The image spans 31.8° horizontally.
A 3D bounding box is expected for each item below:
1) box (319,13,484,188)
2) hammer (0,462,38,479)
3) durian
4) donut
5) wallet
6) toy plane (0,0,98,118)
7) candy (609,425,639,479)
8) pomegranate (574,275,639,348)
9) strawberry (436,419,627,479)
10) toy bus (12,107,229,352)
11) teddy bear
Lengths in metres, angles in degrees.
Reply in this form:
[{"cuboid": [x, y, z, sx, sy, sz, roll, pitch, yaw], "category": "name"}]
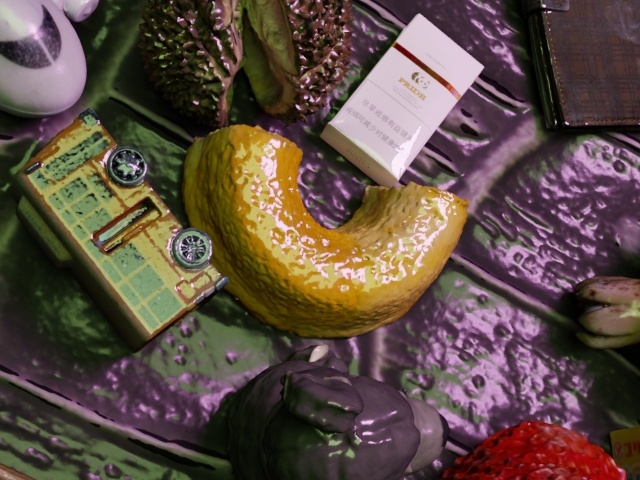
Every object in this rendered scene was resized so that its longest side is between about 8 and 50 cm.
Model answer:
[{"cuboid": [0.077, -0.131, 1.050, 0.084, 0.040, 0.154, 38, 67, 0], "category": "box"}, {"cuboid": [-0.380, 0.121, 0.842, 0.440, 0.044, 0.168, 27, 68, -7], "category": "hammer"}, {"cuboid": [-0.061, -0.190, 0.967, 0.196, 0.167, 0.196, 12, 55, -17], "category": "durian"}, {"cuboid": [0.004, 0.006, 0.966, 0.259, 0.101, 0.152, 16, 75, -16], "category": "donut"}, {"cuboid": [0.277, -0.261, 1.144, 0.169, 0.044, 0.317, -4, 77, -21], "category": "wallet"}, {"cuboid": [-0.291, -0.202, 0.924, 0.244, 0.117, 0.245, 5, 72, -15], "category": "toy plane"}, {"cuboid": [0.327, 0.290, 0.945, 0.088, 0.146, 0.276, 3, 75, -15], "category": "candy"}, {"cuboid": [0.355, 0.058, 1.010, 0.248, 0.202, 0.202, 0, 72, 13], "category": "pomegranate"}, {"cuboid": [0.173, 0.289, 0.878, 0.261, 0.257, 0.261, 1, 95, 6], "category": "strawberry"}, {"cuboid": [-0.170, -0.005, 0.916, 0.103, 0.091, 0.182, -38, 90, -21], "category": "toy bus"}, {"cuboid": [0.018, 0.172, 0.853, 0.144, 0.251, 0.171, -3, 90, -15], "category": "teddy bear"}]
